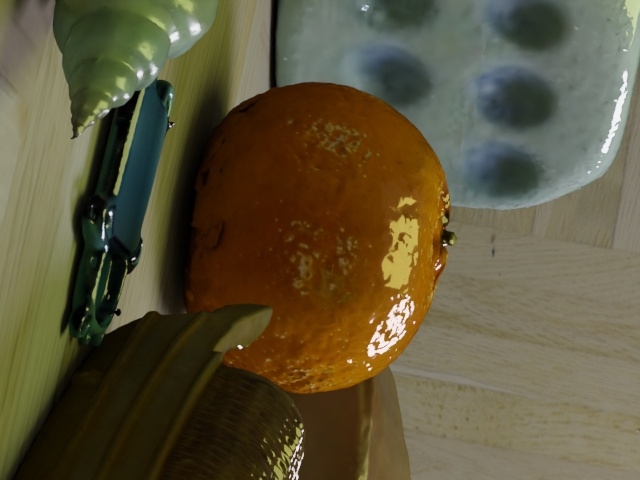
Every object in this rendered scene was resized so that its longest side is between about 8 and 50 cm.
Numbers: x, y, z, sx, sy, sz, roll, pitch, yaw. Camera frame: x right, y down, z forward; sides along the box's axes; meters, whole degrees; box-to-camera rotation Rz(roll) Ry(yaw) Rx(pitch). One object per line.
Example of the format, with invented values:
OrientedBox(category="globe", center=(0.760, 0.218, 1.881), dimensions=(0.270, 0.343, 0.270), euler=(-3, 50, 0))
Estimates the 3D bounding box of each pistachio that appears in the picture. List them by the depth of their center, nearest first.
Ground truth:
OrientedBox(category="pistachio", center=(-0.008, 0.154, 1.287), dimensions=(0.212, 0.162, 0.261), euler=(4, -94, 63))

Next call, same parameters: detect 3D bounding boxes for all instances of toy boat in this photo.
OrientedBox(category="toy boat", center=(-0.076, 0.123, 0.819), dimensions=(0.310, 0.115, 0.089), euler=(-67, 165, -62))

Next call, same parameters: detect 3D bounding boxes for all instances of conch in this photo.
OrientedBox(category="conch", center=(-0.083, -0.109, 0.705), dimensions=(0.065, 0.088, 0.180), euler=(-30, -143, 35))

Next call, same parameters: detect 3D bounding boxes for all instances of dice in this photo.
OrientedBox(category="dice", center=(0.116, -0.202, 1.362), dimensions=(0.268, 0.264, 0.262), euler=(95, 8, -46))

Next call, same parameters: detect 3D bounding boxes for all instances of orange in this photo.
OrientedBox(category="orange", center=(0.000, 0.000, 1.108), dimensions=(0.193, 0.161, 0.193), euler=(12, 90, -79))

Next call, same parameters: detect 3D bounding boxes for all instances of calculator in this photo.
OrientedBox(category="calculator", center=(-0.096, -0.018, 0.864), dimensions=(0.094, 0.019, 0.141), euler=(71, 31, -76))
